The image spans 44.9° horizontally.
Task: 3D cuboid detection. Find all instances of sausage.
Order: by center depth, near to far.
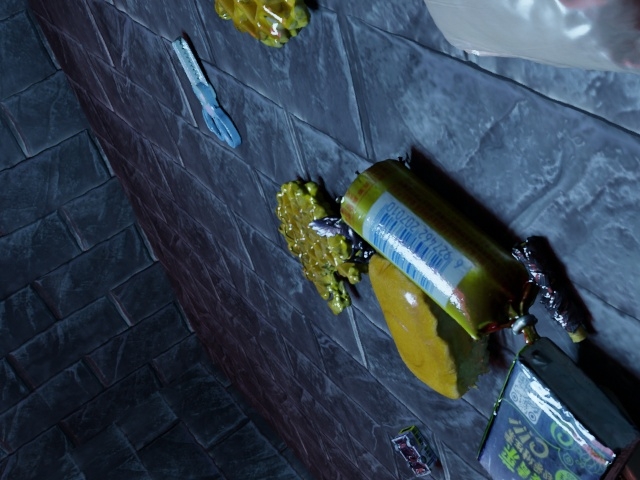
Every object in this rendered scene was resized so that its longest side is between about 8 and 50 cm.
[{"bbox_3d":[0.172,0.019,1.029,0.317,0.125,0.117,43,154,26],"label":"sausage"}]

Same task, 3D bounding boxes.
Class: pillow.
[{"bbox_3d":[0.174,-0.230,0.680,0.270,0.067,0.173,28,153,54],"label":"pillow"}]

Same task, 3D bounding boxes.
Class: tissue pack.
[{"bbox_3d":[0.296,0.264,0.993,0.173,0.073,0.235,48,147,38],"label":"tissue pack"}]

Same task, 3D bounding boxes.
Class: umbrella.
[{"bbox_3d":[0.282,0.062,0.944,0.143,0.040,0.037,57,153,-7],"label":"umbrella"}]

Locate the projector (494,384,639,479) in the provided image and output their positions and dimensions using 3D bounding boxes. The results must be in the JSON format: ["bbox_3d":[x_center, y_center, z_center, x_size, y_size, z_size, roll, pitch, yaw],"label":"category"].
[{"bbox_3d":[0.377,0.328,1.085,0.259,0.079,0.257,58,160,2],"label":"projector"}]

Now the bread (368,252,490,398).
[{"bbox_3d":[0.167,0.120,1.195,0.174,0.121,0.245,26,147,54],"label":"bread"}]

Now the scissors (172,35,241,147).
[{"bbox_3d":[-0.242,-0.308,1.619,0.125,0.030,0.256,33,153,51],"label":"scissors"}]

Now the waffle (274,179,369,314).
[{"bbox_3d":[0.000,0.000,1.490,0.259,0.069,0.293,57,161,10],"label":"waffle"}]

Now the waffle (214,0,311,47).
[{"bbox_3d":[-0.130,-0.422,1.103,0.302,0.068,0.324,31,148,50],"label":"waffle"}]

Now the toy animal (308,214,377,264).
[{"bbox_3d":[0.063,-0.013,1.270,0.220,0.062,0.107,-11,85,45],"label":"toy animal"}]

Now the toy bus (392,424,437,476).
[{"bbox_3d":[0.216,0.476,1.753,0.052,0.058,0.102,-35,90,43],"label":"toy bus"}]
